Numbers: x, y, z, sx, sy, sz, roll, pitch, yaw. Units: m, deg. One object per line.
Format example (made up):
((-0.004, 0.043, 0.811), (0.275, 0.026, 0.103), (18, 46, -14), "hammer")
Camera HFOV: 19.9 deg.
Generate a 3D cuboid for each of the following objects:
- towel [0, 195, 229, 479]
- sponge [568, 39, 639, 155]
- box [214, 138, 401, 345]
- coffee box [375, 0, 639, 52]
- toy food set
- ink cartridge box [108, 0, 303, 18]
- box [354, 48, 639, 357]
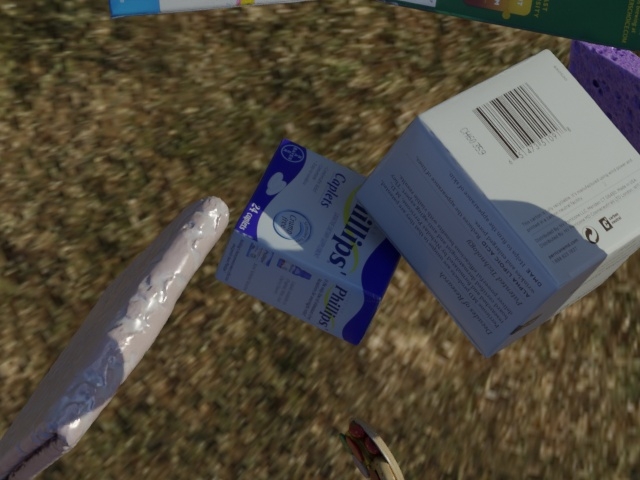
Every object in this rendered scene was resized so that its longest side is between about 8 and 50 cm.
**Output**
((-0.243, 0.127, 2.002), (0.053, 0.317, 0.332), (37, 58, -9), "towel")
((0.328, -0.116, 1.796), (0.210, 0.031, 0.117), (38, 148, 36), "sponge")
((0.000, 0.000, 1.547), (0.137, 0.126, 0.072), (25, 137, 1), "box")
((0.108, -0.138, 0.980), (0.184, 0.113, 0.040), (12, 105, 13), "coffee box")
((0.046, 0.191, 1.584), (0.020, 0.082, 0.083), (-32, 81, -13), "toy food set")
((-0.098, -0.323, 1.853), (0.233, 0.168, 0.171), (-4, 100, 2), "ink cartridge box")
((0.162, -0.033, 1.500), (0.182, 0.181, 0.119), (51, 139, 11), "box")
